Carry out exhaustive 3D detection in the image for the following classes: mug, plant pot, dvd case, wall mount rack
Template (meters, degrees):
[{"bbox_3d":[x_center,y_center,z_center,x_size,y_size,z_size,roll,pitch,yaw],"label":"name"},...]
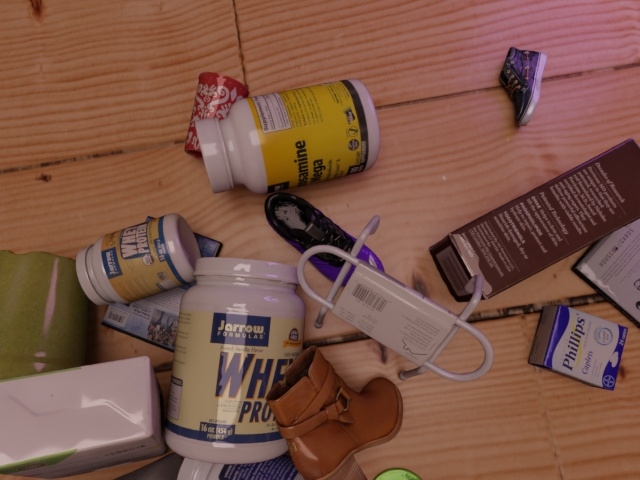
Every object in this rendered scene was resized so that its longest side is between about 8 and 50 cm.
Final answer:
[{"bbox_3d":[-0.215,-0.259,0.949,0.150,0.113,0.170,13,84,7],"label":"mug"},{"bbox_3d":[-0.563,0.163,0.830,0.275,0.276,0.254,0,69,3],"label":"plant pot"},{"bbox_3d":[0.670,0.076,0.889,0.238,0.029,0.179,44,85,9],"label":"dvd case"},{"bbox_3d":[-0.340,0.092,0.936,0.180,0.022,0.253,19,81,5],"label":"dvd case"},{"bbox_3d":[0.115,0.137,0.774,0.349,0.130,0.304,31,121,8],"label":"wall mount rack"}]

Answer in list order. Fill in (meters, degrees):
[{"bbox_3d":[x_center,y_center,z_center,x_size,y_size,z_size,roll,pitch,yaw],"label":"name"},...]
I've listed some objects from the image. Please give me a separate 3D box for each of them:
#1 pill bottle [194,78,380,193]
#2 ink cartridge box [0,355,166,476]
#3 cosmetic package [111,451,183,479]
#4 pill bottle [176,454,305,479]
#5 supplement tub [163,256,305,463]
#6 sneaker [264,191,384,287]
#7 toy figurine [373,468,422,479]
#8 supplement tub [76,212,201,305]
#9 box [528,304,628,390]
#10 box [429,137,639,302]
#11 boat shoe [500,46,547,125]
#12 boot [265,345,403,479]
[{"bbox_3d":[-0.066,-0.199,0.864,0.333,0.188,0.188,-15,80,-10],"label":"pill bottle"},{"bbox_3d":[-0.377,0.313,0.734,0.206,0.354,0.119,-5,62,-19],"label":"ink cartridge box"},{"bbox_3d":[-0.379,0.595,0.661,0.329,0.394,0.328,-22,80,-2],"label":"cosmetic package"},{"bbox_3d":[-0.114,0.453,0.774,0.264,0.153,0.153,10,80,22],"label":"pill bottle"},{"bbox_3d":[-0.148,0.205,0.798,0.235,0.235,0.325,4,81,3],"label":"supplement tub"},{"bbox_3d":[-0.001,0.001,0.873,0.293,0.146,0.102,34,83,8],"label":"sneaker"},{"bbox_3d":[0.141,0.523,0.769,0.130,0.159,0.173,21,82,6],"label":"toy figurine"},{"bbox_3d":[-0.353,0.041,0.859,0.199,0.144,0.145,-19,80,-2],"label":"supplement tub"},{"bbox_3d":[0.503,0.208,0.851,0.137,0.072,0.126,19,81,6],"label":"box"},{"bbox_3d":[0.421,-0.027,0.836,0.381,0.191,0.143,-26,80,-2],"label":"box"},{"bbox_3d":[0.436,-0.341,0.958,0.083,0.065,0.184,16,74,7],"label":"boat shoe"},{"bbox_3d":[0.030,0.275,0.755,0.283,0.109,0.220,-39,103,-47],"label":"boot"}]
